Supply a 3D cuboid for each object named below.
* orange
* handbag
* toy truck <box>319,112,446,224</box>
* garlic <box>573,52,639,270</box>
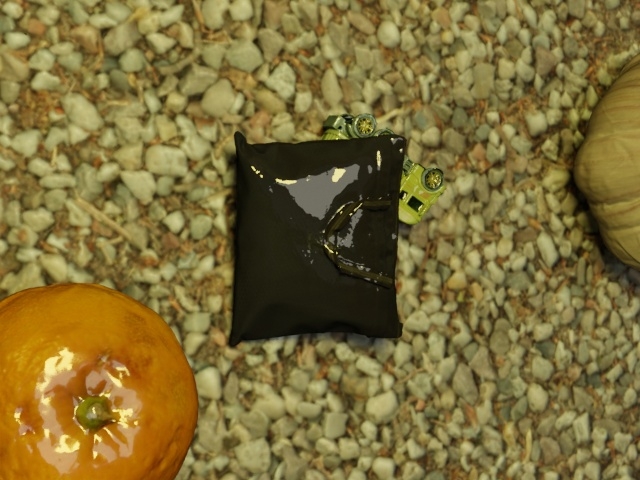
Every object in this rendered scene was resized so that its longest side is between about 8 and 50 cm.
[{"bbox_3d":[-0.254,0.170,1.102,0.261,0.261,0.261,1,89,-26],"label":"orange"},{"bbox_3d":[0.000,0.000,1.286,0.211,0.089,0.254,0,101,-10],"label":"handbag"},{"bbox_3d":[0.064,-0.082,1.348,0.169,0.077,0.100,36,84,-21],"label":"toy truck"},{"bbox_3d":[0.488,-0.109,1.454,0.317,0.259,0.318,-1,93,-29],"label":"garlic"}]
